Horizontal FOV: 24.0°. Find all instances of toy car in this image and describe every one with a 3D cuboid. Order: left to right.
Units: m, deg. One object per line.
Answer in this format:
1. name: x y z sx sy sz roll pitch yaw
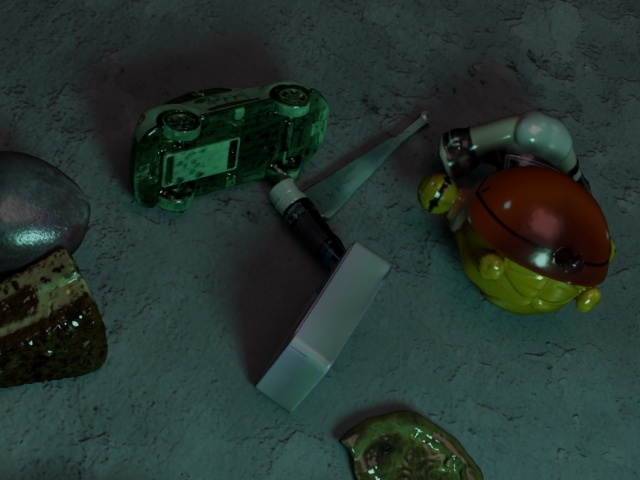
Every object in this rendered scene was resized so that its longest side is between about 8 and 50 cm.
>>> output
1. toy car: -0.136 -0.145 2.061 0.306 0.136 0.125 -19 46 -31

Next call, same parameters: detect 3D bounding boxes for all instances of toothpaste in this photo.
1. toothpaste: 0.000 0.000 2.064 0.045 0.071 0.193 -31 67 -19

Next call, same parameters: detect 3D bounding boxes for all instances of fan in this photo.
1. fan: 0.077 -0.112 2.189 0.057 0.023 0.282 45 56 12

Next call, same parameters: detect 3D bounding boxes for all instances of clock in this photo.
1. clock: 0.003 0.111 1.935 0.063 0.150 0.197 35 53 -1

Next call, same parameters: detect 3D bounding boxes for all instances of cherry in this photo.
1. cherry: -0.377 -0.033 1.882 0.176 0.140 0.176 12 44 -12

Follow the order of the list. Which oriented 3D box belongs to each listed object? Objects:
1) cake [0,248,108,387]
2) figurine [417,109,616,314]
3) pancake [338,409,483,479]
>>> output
1. cake: -0.379 0.130 1.842 0.246 0.135 0.112 -27 56 -2
2. figurine: 0.295 -0.030 2.111 0.320 0.196 0.323 16 44 -19
3. pancake: 0.115 0.324 1.918 0.212 0.029 0.235 7 58 -19
